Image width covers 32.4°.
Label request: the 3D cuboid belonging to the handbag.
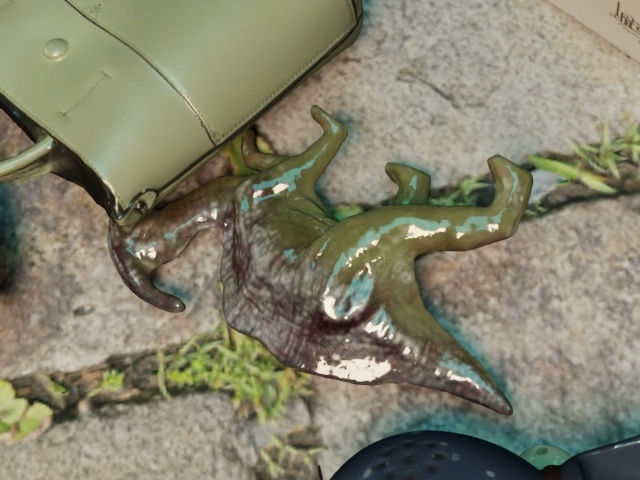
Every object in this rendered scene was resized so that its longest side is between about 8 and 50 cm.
[{"bbox_3d":[-0.141,-0.120,0.728,0.241,0.109,0.315,38,68,27],"label":"handbag"}]

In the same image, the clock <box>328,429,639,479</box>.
[{"bbox_3d":[0.108,0.164,0.548,0.243,0.146,0.199,-9,23,8],"label":"clock"}]

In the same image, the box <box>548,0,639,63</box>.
[{"bbox_3d":[0.302,-0.225,0.733,0.260,0.111,0.194,-42,65,-10],"label":"box"}]

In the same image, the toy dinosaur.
[{"bbox_3d":[0.001,0.003,0.689,0.294,0.077,0.162,19,72,32],"label":"toy dinosaur"}]
